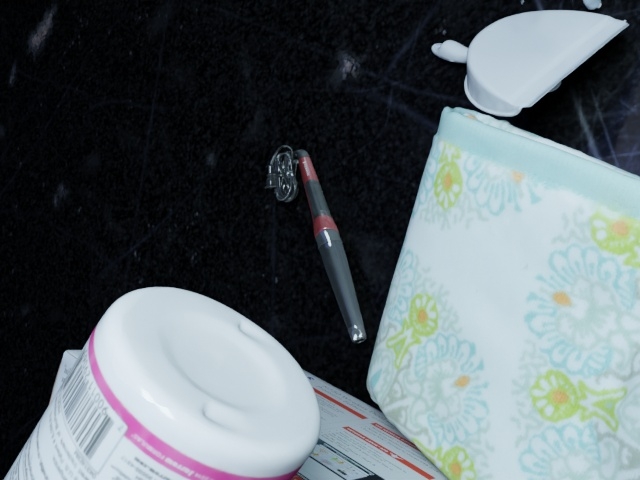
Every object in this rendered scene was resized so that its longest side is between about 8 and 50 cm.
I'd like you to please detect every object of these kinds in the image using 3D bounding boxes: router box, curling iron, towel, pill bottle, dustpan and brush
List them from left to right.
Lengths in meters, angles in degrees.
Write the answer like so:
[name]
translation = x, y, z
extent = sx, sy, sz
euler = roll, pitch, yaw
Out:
[pill bottle]
translation = -0.137, 0.187, 0.519
extent = 0.160, 0.160, 0.283
euler = 47, 111, 33
[router box]
translation = -0.048, 0.207, 0.741
extent = 0.335, 0.301, 0.082
euler = 21, 96, 39
[curling iron]
translation = 0.000, 0.000, 0.902
extent = 0.068, 0.035, 0.274
euler = -42, 60, 31
[dustpan and brush]
translation = 0.181, -0.187, 0.760
extent = 0.147, 0.060, 0.211
euler = -39, 46, -13
[towel]
translation = 0.185, 0.085, 0.634
extent = 0.374, 0.090, 0.321
euler = 39, 118, 50

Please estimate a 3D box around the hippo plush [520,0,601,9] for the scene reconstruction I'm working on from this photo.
[hippo plush]
translation = 0.243, -0.342, 0.560
extent = 0.236, 0.234, 0.295
euler = 13, 108, 52
